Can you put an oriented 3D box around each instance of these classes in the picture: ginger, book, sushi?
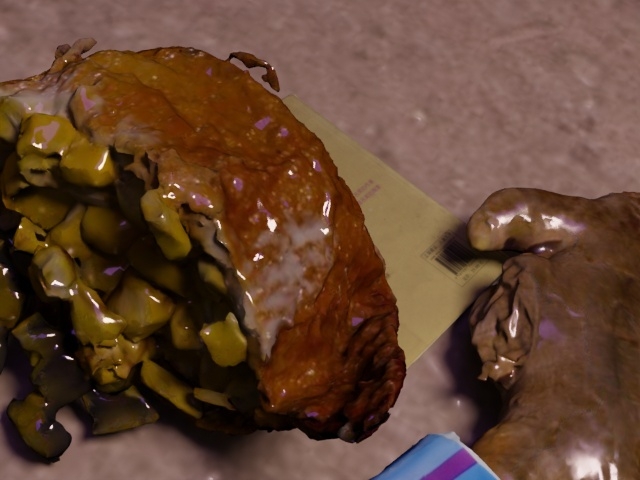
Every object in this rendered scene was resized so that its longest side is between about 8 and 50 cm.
[{"bbox_3d":[0.147,0.060,0.637,0.166,0.080,0.333,31,53,-6],"label":"ginger"},{"bbox_3d":[0.000,0.000,0.688,0.192,0.013,0.168,39,53,16],"label":"book"},{"bbox_3d":[-0.086,0.006,0.570,0.296,0.167,0.179,45,45,12],"label":"sushi"}]

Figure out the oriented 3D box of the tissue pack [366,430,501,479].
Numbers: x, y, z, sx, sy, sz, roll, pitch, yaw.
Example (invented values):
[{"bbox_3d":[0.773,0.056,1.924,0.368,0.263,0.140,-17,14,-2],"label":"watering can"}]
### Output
[{"bbox_3d":[0.003,0.226,0.414,0.263,0.146,0.198,-27,62,-36],"label":"tissue pack"}]
